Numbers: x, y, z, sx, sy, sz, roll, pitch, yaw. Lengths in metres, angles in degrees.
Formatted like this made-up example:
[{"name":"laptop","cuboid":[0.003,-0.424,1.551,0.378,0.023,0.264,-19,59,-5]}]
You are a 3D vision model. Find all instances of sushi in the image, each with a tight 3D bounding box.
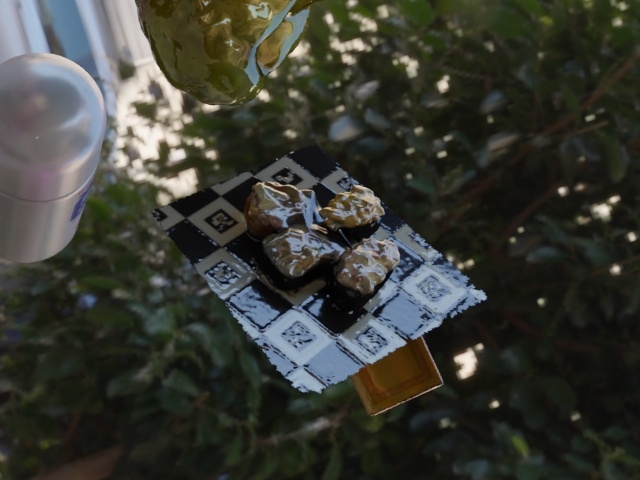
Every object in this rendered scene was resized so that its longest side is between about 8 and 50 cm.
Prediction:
[{"name":"sushi","cuboid":[0.000,0.000,0.906,0.210,0.193,0.040,45,-38,26]}]

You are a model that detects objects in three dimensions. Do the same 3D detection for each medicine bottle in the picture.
[{"name":"medicine bottle","cuboid":[-0.301,-0.084,1.224,0.130,0.130,0.341,68,-22,11]}]

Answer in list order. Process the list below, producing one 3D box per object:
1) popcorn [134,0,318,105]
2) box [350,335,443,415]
[{"name":"popcorn","cuboid":[-0.049,-0.306,0.936,0.293,0.334,0.292,23,38,-59]},{"name":"box","cuboid":[0.042,0.073,1.130,0.174,0.076,0.274,64,-1,6]}]
